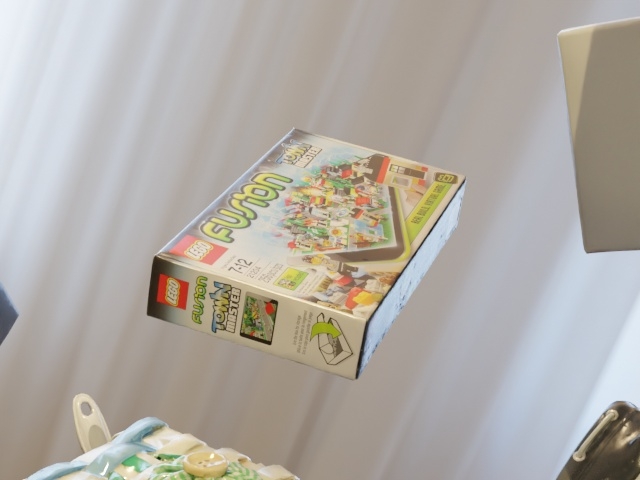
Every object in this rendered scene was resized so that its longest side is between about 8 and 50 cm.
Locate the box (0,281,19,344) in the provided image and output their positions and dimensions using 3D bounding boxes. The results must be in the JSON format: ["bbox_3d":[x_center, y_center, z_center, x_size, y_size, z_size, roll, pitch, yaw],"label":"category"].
[{"bbox_3d":[-0.439,0.049,1.542,0.207,0.108,0.153,29,-19,9],"label":"box"}]

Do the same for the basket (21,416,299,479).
[{"bbox_3d":[-0.056,0.222,0.666,0.289,0.201,0.255,35,29,25],"label":"basket"}]

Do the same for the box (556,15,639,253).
[{"bbox_3d":[0.373,-0.094,1.019,0.345,0.168,0.215,-3,7,43],"label":"box"}]

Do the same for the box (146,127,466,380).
[{"bbox_3d":[0.000,0.000,0.801,0.114,0.036,0.207,16,27,12],"label":"box"}]

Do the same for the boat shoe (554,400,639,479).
[{"bbox_3d":[0.209,0.277,1.308,0.091,0.302,0.114,38,-10,32],"label":"boat shoe"}]

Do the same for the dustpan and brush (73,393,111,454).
[{"bbox_3d":[-0.136,0.210,1.014,0.147,0.060,0.211,-15,72,-26],"label":"dustpan and brush"}]
